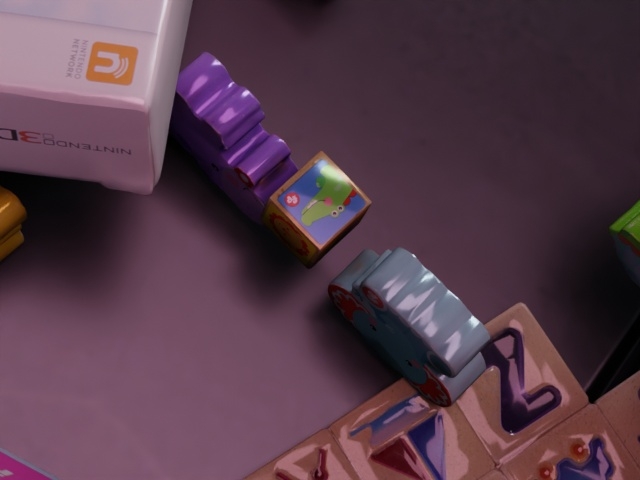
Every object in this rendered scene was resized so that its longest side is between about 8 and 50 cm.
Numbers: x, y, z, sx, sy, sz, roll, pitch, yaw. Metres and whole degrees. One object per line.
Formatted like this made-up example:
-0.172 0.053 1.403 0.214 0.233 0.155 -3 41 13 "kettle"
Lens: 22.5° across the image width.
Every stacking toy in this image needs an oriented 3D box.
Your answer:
0.000 0.000 0.491 0.167 0.052 0.221 -41 84 -18 "stacking toy"

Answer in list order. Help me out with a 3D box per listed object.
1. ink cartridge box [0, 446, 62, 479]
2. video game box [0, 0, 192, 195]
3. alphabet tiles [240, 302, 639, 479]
-0.209 0.082 0.369 0.311 0.065 0.186 26 92 7 "ink cartridge box"
-0.123 -0.119 0.469 0.187 0.048 0.205 8 60 -2 "video game box"
0.087 0.120 0.498 0.237 0.009 0.198 -31 82 -19 "alphabet tiles"
